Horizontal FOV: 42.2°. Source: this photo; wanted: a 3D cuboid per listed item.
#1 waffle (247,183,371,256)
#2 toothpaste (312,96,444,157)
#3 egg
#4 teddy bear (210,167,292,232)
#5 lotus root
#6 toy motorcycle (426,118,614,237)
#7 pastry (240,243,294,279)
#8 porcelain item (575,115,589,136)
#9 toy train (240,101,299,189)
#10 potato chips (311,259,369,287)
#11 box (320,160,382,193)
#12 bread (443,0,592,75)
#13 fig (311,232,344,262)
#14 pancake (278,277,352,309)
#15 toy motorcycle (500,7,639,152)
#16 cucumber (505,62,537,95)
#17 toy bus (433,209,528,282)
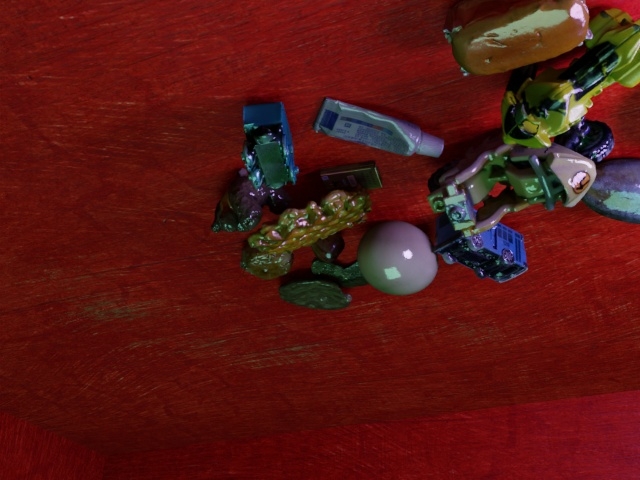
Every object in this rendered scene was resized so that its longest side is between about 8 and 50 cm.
[{"bbox_3d":[-0.015,-0.042,1.972,0.302,0.068,0.325,-25,171,12],"label":"waffle"},{"bbox_3d":[0.129,-0.233,1.784,0.282,0.068,0.099,16,118,-8],"label":"toothpaste"},{"bbox_3d":[0.204,0.048,2.135,0.189,0.188,0.254,-24,149,35],"label":"egg"},{"bbox_3d":[-0.185,-0.082,1.976,0.140,0.177,0.190,53,136,1],"label":"teddy bear"},{"bbox_3d":[0.707,-0.112,1.906,0.322,0.140,0.158,4,150,-2],"label":"lotus root"},{"bbox_3d":[0.417,-0.139,1.772,0.410,0.237,0.168,-15,119,26],"label":"toy motorcycle"},{"bbox_3d":[-0.144,0.049,2.247,0.153,0.081,0.153,-5,142,-4],"label":"pastry"},{"bbox_3d":[0.500,-0.271,1.705,0.136,0.075,0.021,31,-175,27],"label":"porcelain item"},{"bbox_3d":[-0.107,-0.199,1.742,0.107,0.154,0.198,-6,151,5],"label":"toy train"},{"bbox_3d":[0.077,0.088,2.367,0.220,0.029,0.202,9,152,-19],"label":"potato chips"},{"bbox_3d":[0.074,-0.147,1.961,0.133,0.023,0.090,-8,148,14],"label":"box"},{"bbox_3d":[0.349,-0.380,1.473,0.241,0.107,0.136,-14,145,22],"label":"bread"},{"bbox_3d":[0.000,0.000,2.180,0.125,0.089,0.089,39,139,-10],"label":"fig"},{"bbox_3d":[-0.018,0.157,2.456,0.222,0.042,0.236,-13,154,39],"label":"pancake"},{"bbox_3d":[0.462,-0.285,1.554,0.342,0.206,0.142,-40,92,31],"label":"toy motorcycle"},{"bbox_3d":[0.398,-0.323,1.630,0.048,0.048,0.105,2,148,-3],"label":"cucumber"},{"bbox_3d":[0.412,0.008,2.119,0.234,0.133,0.116,24,143,-27],"label":"toy bus"}]
